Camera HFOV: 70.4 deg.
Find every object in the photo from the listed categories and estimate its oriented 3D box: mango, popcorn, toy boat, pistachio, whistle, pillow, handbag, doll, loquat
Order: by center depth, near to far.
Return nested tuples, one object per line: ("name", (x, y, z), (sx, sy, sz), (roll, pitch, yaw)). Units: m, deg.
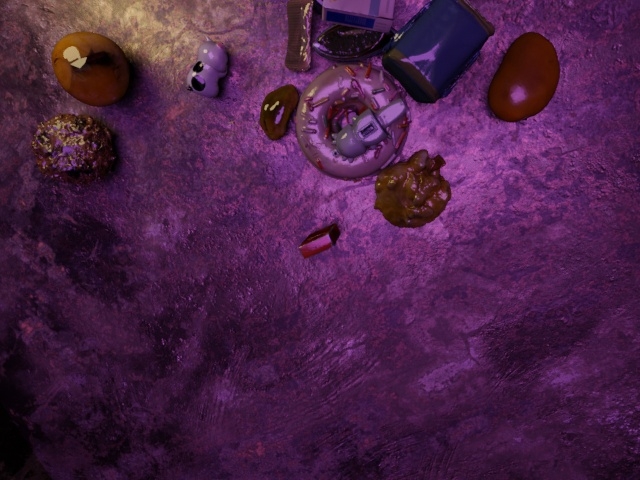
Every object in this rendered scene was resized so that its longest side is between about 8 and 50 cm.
("handbag", (0.321, -0.539, 1.286), (0.222, 0.263, 0.241), (42, 103, -9))
("whistle", (0.136, -0.320, 1.311), (0.253, 0.106, 0.101), (-34, 127, 21))
("mango", (0.601, -0.467, 1.323), (0.175, 0.139, 0.255), (26, 100, -1))
("toy boat", (0.105, -0.604, 1.376), (0.261, 0.115, 0.115), (0, 109, 19))
("pillow", (-0.067, -0.638, 1.412), (0.135, 0.034, 0.212), (22, 116, 44))
("popcorn", (0.289, -0.164, 1.423), (0.233, 0.192, 0.266), (29, 124, 5))
("pistachio", (-0.142, -0.423, 1.480), (0.110, 0.100, 0.190), (30, 107, 9))
("doll", (-0.366, -0.560, 1.485), (0.110, 0.106, 0.181), (33, 101, 23))
("loquat", (-0.743, -0.560, 1.485), (0.234, 0.235, 0.235), (2, 104, 9))

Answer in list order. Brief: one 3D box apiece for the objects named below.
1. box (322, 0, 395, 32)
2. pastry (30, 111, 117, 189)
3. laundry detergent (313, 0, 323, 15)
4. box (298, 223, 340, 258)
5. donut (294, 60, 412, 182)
("box", (0.125, -0.773, 1.286), (0.199, 0.065, 0.344), (9, 80, -2))
("pastry", (-0.858, -0.317, 1.598), (0.274, 0.193, 0.275), (1, 86, -10))
("laundry detergent", (0.008, -0.728, 1.365), (0.211, 0.137, 0.063), (42, 85, -5))
("box", (0.000, -0.001, 1.516), (0.112, 0.175, 0.048), (-23, 99, 13))
("donut", (0.097, -0.369, 1.431), (0.381, 0.142, 0.384), (2, 104, 8))
